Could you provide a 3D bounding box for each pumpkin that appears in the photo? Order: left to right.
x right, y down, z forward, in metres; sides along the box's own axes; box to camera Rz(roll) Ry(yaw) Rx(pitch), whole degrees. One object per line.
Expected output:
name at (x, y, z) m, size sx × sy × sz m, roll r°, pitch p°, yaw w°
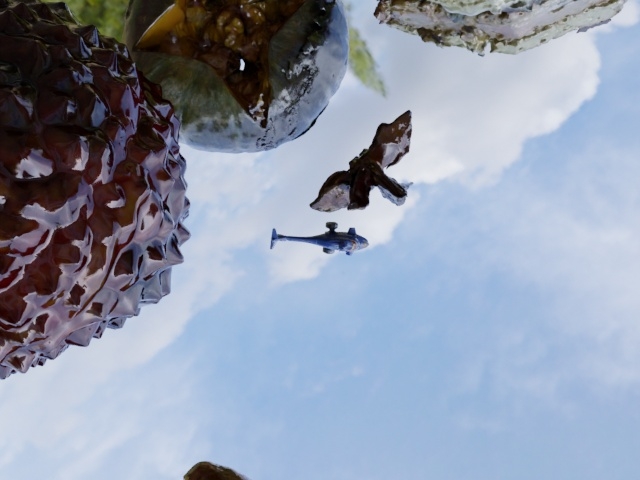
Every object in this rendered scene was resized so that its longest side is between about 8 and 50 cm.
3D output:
pumpkin at (-0.118, -0.266, 1.238) m, size 0.320 × 0.320 × 0.192 m, roll -46°, pitch 172°, yaw -6°

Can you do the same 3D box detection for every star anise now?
star anise at (0.086, -0.067, 1.156) m, size 0.158 × 0.144 × 0.141 m, roll -12°, pitch -132°, yaw 40°

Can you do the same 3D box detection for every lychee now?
lychee at (-0.355, -0.056, 0.949) m, size 0.500 × 0.425 × 0.425 m, roll 18°, pitch -117°, yaw 48°

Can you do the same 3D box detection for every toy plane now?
toy plane at (0.000, 0.000, 1.490) m, size 0.062 × 0.167 × 0.054 m, roll -113°, pitch -151°, yaw -70°

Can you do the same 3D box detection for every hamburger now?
hamburger at (0.200, -0.319, 1.060) m, size 0.282 × 0.155 × 0.245 m, roll -32°, pitch -114°, yaw 4°

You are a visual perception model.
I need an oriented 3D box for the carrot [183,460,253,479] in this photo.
carrot at (-0.125, 0.432, 1.353) m, size 0.159 × 0.225 × 0.159 m, roll -46°, pitch 180°, yaw 0°
